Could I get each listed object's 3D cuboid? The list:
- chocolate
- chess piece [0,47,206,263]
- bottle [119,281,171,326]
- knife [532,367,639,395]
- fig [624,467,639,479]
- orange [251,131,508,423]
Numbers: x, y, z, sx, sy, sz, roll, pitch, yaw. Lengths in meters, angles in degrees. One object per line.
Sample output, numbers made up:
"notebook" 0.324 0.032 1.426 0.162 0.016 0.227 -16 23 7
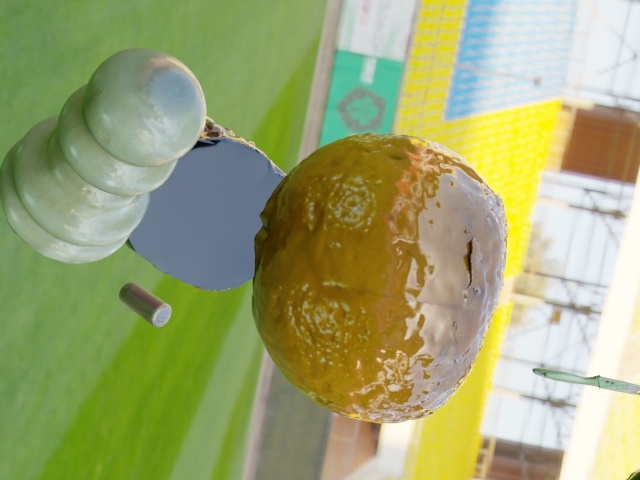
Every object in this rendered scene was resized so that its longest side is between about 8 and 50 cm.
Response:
"chocolate" -0.198 -0.081 1.813 0.225 0.340 0.210 -54 -135 8
"chess piece" -0.242 -0.110 1.435 0.330 0.182 0.182 -36 -144 53
"bottle" -0.303 0.109 2.130 0.045 0.096 0.045 -35 141 -34
"knife" 0.443 0.227 2.017 0.014 0.207 0.030 -86 -170 -47
"fig" 0.604 0.495 2.056 0.239 0.271 0.239 -33 160 -14
"orange" 0.062 0.039 1.456 0.340 0.293 0.341 17 90 -86
